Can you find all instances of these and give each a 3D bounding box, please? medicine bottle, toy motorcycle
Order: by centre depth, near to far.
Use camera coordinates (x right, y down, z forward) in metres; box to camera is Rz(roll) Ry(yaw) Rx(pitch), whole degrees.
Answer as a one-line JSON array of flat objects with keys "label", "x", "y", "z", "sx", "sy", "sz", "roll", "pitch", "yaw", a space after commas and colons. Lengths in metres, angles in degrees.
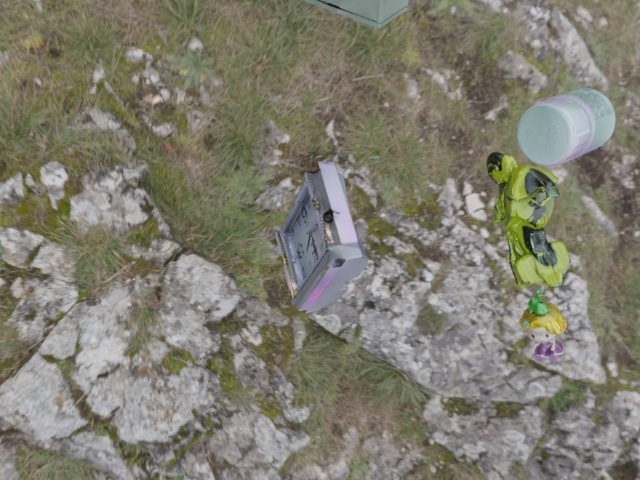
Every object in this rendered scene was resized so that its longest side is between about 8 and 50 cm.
[{"label": "medicine bottle", "x": 0.488, "y": -0.225, "z": 1.190, "sx": 0.169, "sy": 0.135, "sz": 0.135, "roll": -24, "pitch": 94, "yaw": -37}, {"label": "toy motorcycle", "x": 0.496, "y": -0.049, "z": 1.417, "sx": 0.143, "sy": 0.206, "sz": 0.342, "roll": -21, "pitch": 104, "yaw": -4}]

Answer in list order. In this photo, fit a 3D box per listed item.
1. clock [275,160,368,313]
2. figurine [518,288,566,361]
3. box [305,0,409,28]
[{"label": "clock", "x": 0.000, "y": 0.000, "z": 1.051, "sx": 0.084, "sy": 0.253, "sz": 0.186, "roll": -6, "pitch": 65, "yaw": -22}, {"label": "figurine", "x": 0.479, "y": 0.168, "z": 1.286, "sx": 0.156, "sy": 0.095, "sz": 0.115, "roll": 61, "pitch": 33, "yaw": -26}, {"label": "box", "x": 0.075, "y": -0.601, "z": 1.248, "sx": 0.225, "sy": 0.225, "sz": 0.117, "roll": 31, "pitch": 54, "yaw": 25}]
